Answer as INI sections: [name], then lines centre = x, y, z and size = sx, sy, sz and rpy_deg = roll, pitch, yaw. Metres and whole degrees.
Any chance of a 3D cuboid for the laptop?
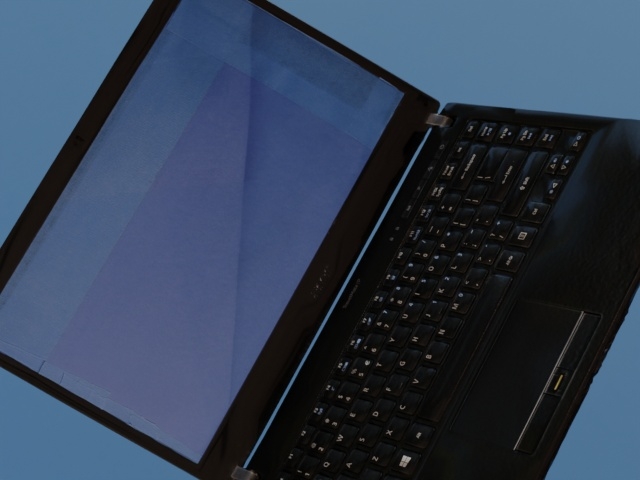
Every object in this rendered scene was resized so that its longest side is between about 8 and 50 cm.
[laptop]
centre = 0.000, 0.000, 0.782
size = 0.264, 0.234, 0.136
rpy_deg = 11, -23, 48
